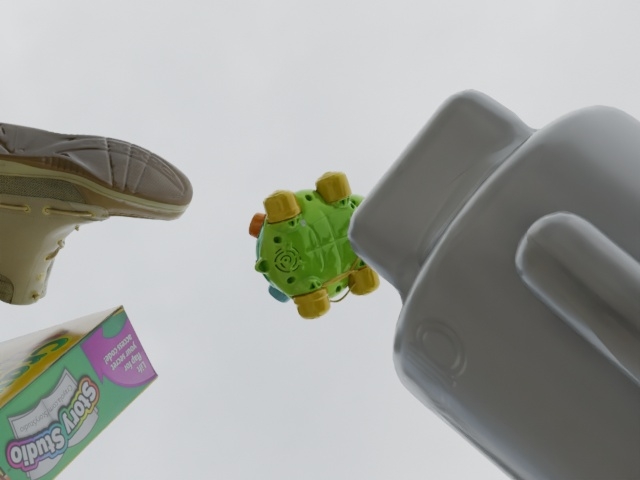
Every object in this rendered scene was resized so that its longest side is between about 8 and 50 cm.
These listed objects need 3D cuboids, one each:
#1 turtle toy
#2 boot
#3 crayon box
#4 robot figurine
[{"bbox_3d":[0.000,0.000,0.947,0.066,0.130,0.095,-9,-79,52],"label":"turtle toy"},{"bbox_3d":[-0.287,-0.016,1.468,0.095,0.261,0.203,-95,-162,-53],"label":"boot"},{"bbox_3d":[-0.390,0.217,1.336,0.313,0.363,0.106,-19,-75,30],"label":"crayon box"},{"bbox_3d":[0.181,0.065,0.704,0.353,0.300,0.200,39,-86,23],"label":"robot figurine"}]
